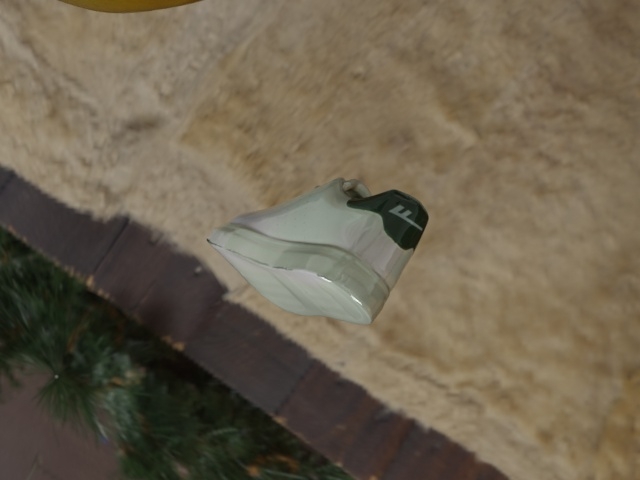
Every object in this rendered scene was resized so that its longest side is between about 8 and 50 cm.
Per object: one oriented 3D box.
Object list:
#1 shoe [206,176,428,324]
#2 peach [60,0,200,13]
[{"bbox_3d":[0.000,0.000,1.240,0.095,0.265,0.110,44,77,-26],"label":"shoe"},{"bbox_3d":[-0.095,-0.226,0.726,0.251,0.251,0.153,-1,46,-10],"label":"peach"}]
